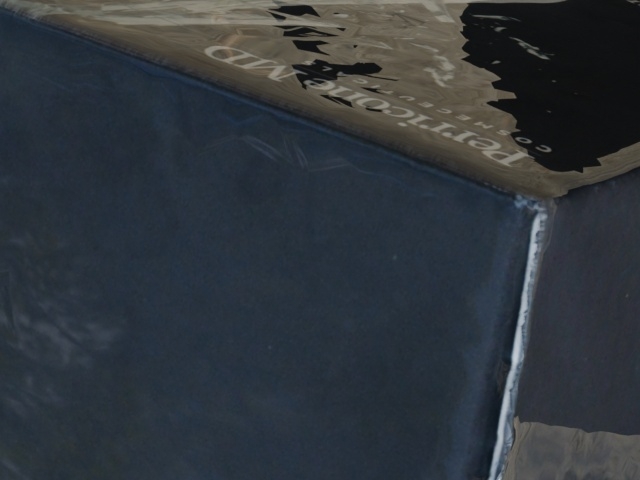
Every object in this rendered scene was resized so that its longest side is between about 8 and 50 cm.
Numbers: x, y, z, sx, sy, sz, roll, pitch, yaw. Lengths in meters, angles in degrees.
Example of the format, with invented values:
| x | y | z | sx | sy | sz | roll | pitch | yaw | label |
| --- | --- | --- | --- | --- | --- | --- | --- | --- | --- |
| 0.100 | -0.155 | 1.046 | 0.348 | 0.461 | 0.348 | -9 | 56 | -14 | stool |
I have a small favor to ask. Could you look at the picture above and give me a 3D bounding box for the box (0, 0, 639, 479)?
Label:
| x | y | z | sx | sy | sz | roll | pitch | yaw | label |
| --- | --- | --- | --- | --- | --- | --- | --- | --- | --- |
| 0.000 | 0.000 | 1.073 | 0.480 | 0.471 | 0.297 | 21 | 113 | 29 | box |
